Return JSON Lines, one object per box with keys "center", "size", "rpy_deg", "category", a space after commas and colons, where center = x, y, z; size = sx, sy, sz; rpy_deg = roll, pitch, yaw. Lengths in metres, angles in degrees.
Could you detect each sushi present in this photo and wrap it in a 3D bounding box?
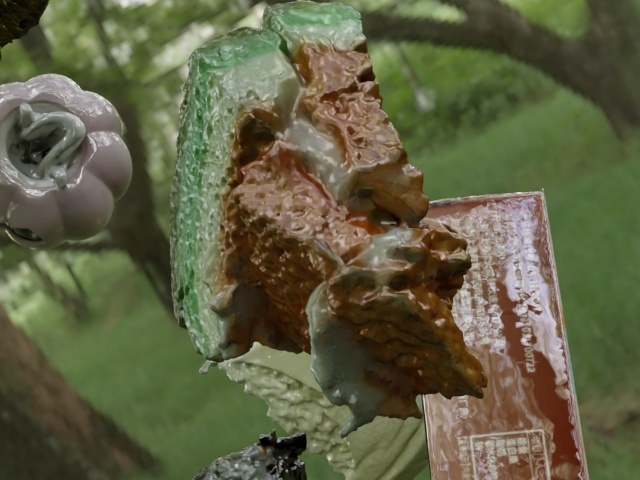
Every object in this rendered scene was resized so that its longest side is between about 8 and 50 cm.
{"center": [-0.054, 0.223, 1.528], "size": [0.098, 0.094, 0.084], "rpy_deg": [-26, -14, 20], "category": "sushi"}

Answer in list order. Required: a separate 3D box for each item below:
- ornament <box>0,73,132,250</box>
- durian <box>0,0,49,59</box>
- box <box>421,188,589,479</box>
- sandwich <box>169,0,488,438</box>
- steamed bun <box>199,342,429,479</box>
{"center": [-0.278, -0.081, 1.771], "size": [0.177, 0.177, 0.177], "rpy_deg": [-30, 0, 0], "category": "ornament"}
{"center": [-0.370, -0.240, 1.502], "size": [0.293, 0.258, 0.258], "rpy_deg": [-33, 1, -30], "category": "durian"}
{"center": [0.152, 0.211, 1.460], "size": [0.122, 0.385, 0.344], "rpy_deg": [-6, -29, 3], "category": "box"}
{"center": [-0.001, -0.009, 0.851], "size": [0.109, 0.185, 0.160], "rpy_deg": [-14, 27, -23], "category": "sandwich"}
{"center": [0.071, 0.115, 1.894], "size": [0.273, 0.272, 0.290], "rpy_deg": [-38, 18, 31], "category": "steamed bun"}
